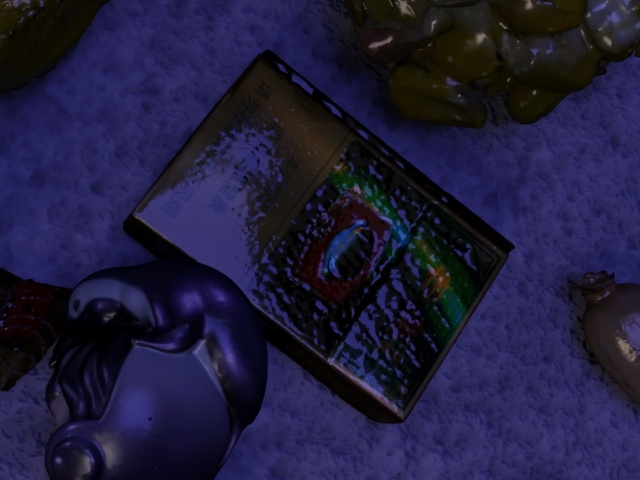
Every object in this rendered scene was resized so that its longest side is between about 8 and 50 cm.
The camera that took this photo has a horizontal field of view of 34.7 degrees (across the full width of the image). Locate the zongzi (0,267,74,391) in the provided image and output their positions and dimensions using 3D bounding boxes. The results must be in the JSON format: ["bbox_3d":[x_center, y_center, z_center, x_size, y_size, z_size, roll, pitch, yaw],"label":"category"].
[{"bbox_3d":[-0.204,0.046,0.685,0.073,0.067,0.083,33,54,2],"label":"zongzi"}]

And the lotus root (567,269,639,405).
[{"bbox_3d":[0.253,0.081,0.808,0.073,0.062,0.150,-39,95,-16],"label":"lotus root"}]

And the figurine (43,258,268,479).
[{"bbox_3d":[-0.105,0.120,0.637,0.145,0.145,0.222,3,77,-17],"label":"figurine"}]

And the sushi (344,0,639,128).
[{"bbox_3d":[0.166,-0.249,0.707,0.328,0.329,0.285,0,75,-22],"label":"sushi"}]

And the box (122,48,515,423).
[{"bbox_3d":[0.000,0.000,0.739,0.240,0.071,0.159,37,69,-9],"label":"box"}]

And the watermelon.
[{"bbox_3d":[-0.149,-0.215,0.687,0.301,0.129,0.123,-55,128,-18],"label":"watermelon"}]
